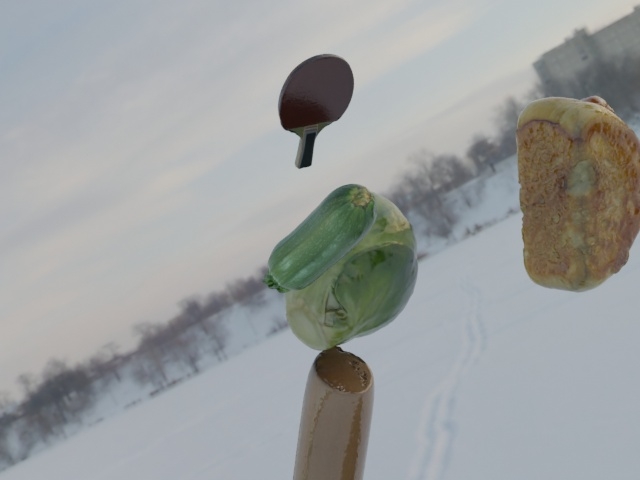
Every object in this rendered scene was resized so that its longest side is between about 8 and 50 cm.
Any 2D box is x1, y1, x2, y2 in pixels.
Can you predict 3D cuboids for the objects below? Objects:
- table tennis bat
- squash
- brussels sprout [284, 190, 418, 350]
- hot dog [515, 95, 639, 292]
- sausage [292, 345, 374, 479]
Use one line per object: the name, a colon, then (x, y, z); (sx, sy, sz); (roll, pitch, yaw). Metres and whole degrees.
table tennis bat: (-0.012, -0.203, 1.600); (0.130, 0.019, 0.220); (-13, -41, -24)
squash: (0.000, 0.000, 1.242); (0.219, 0.068, 0.077); (-42, -4, 41)
brussels sprout: (0.044, 0.057, 1.661); (0.271, 0.210, 0.219); (-50, -16, -29)
hot dog: (0.348, -0.068, 1.324); (0.153, 0.257, 0.150); (-18, 20, -34)
sausage: (0.023, 0.316, 1.693); (0.123, 0.253, 0.123); (5, 19, -2)
